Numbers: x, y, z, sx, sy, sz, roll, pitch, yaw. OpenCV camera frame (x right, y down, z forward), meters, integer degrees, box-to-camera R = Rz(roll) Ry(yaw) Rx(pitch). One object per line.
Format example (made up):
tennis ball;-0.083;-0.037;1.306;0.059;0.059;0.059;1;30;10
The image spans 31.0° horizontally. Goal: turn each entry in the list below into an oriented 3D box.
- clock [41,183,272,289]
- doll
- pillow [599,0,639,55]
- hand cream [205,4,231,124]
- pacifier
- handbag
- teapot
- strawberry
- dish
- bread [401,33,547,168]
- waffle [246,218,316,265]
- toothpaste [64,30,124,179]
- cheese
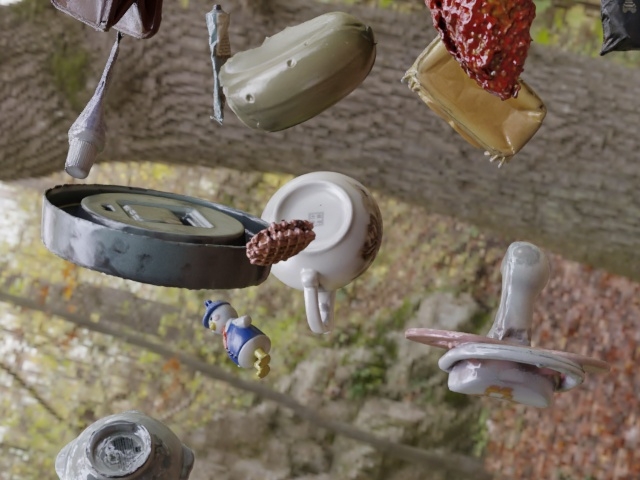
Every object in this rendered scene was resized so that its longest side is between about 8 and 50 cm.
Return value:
clock;-0.205;-0.009;1.487;0.312;0.312;0.061;-40;-37;-75
doll;-0.115;0.127;1.569;0.057;0.143;0.099;-25;-37;-31
pillow;0.416;-0.323;1.554;0.048;0.090;0.150;-17;-70;-29
hand cream;-0.220;-0.373;2.434;0.075;0.052;0.248;-57;-29;-75
pacifier;0.302;0.155;1.847;0.220;0.332;0.273;105;174;-45
handbag;-0.295;-0.445;1.670;0.260;0.084;0.276;34;114;52
teapot;0.000;0.000;1.864;0.139;0.204;0.298;66;-149;-63
strawberry;0.192;-0.295;1.499;0.098;0.174;0.228;-1;-88;-37
dish;-0.315;0.358;1.818;0.078;0.224;0.246;90;-179;-52
bread;0.271;-0.252;2.006;0.136;0.241;0.107;-50;-1;1
waffle;-0.047;0.004;1.317;0.075;0.083;0.029;13;-130;-54
toothpaste;-0.390;-0.232;2.014;0.068;0.099;0.282;33;-128;-34
cheese;-0.022;-0.214;1.448;0.175;0.202;0.091;-103;-12;-64
